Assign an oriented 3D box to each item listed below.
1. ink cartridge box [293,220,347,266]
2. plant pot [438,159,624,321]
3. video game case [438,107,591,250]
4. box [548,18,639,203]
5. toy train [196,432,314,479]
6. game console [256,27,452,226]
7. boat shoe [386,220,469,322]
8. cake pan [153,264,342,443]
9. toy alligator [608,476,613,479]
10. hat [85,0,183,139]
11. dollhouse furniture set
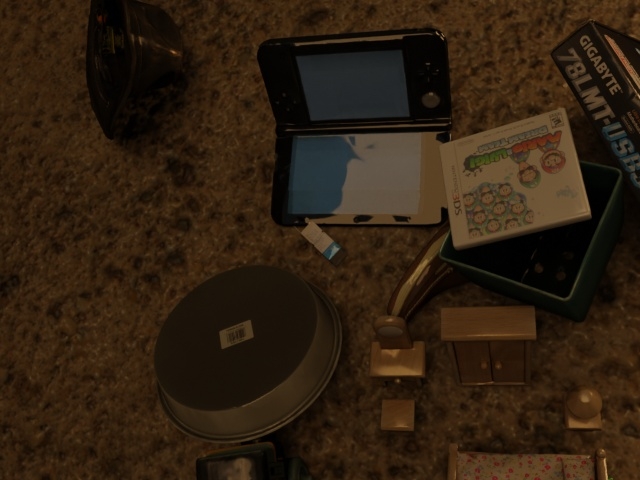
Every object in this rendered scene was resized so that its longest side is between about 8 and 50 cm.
[{"bbox_3d":[0.000,0.000,1.098,0.028,0.048,0.083,-46,69,-1],"label":"ink cartridge box"},{"bbox_3d":[0.292,0.012,0.909,0.165,0.234,0.165,20,79,34],"label":"plant pot"},{"bbox_3d":[0.225,-0.072,0.828,0.157,0.019,0.143,-15,63,23],"label":"video game case"},{"bbox_3d":[0.452,-0.127,0.893,0.073,0.293,0.295,-39,64,38],"label":"box"},{"bbox_3d":[-0.083,0.422,0.926,0.142,0.190,0.334,-10,72,13],"label":"toy train"},{"bbox_3d":[0.049,-0.166,1.074,0.293,0.250,0.173,0,48,15],"label":"game console"},{"bbox_3d":[0.203,0.027,1.015,0.095,0.095,0.257,37,86,15],"label":"boat shoe"},{"bbox_3d":[-0.115,0.149,1.019,0.293,0.054,0.293,-12,45,12],"label":"cake pan"},{"bbox_3d":[0.357,0.399,0.886,0.051,0.056,0.189,-4,74,14],"label":"toy alligator"},{"bbox_3d":[-0.314,-0.323,1.203,0.134,0.331,0.331,-2,69,-28],"label":"hat"},{"bbox_3d":[0.194,0.274,0.855,0.303,0.174,0.355,-3,58,15],"label":"dollhouse furniture set"}]
